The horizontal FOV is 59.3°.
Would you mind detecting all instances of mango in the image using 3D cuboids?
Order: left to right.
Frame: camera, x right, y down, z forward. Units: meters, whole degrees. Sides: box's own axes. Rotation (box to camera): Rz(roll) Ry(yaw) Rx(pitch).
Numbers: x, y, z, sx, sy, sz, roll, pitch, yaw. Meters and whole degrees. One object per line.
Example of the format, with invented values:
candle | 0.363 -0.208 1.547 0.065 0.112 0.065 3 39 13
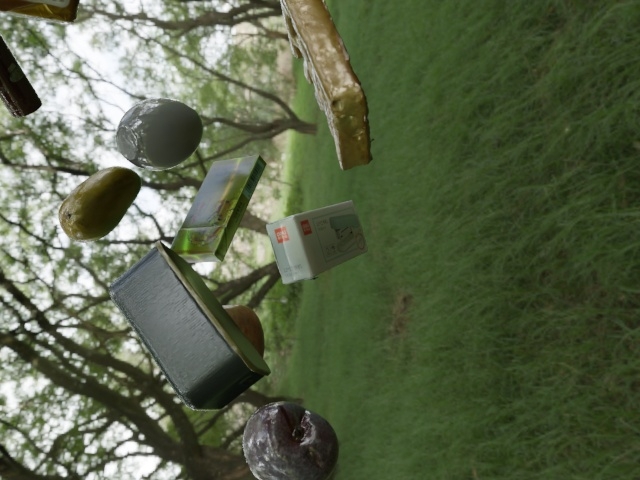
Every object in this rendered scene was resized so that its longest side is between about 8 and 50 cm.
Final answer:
mango | -0.537 -0.096 1.399 0.251 0.114 0.157 -49 -28 -35

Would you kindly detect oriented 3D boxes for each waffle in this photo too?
waffle | 0.007 -0.336 1.068 0.304 0.077 0.349 63 -175 -73

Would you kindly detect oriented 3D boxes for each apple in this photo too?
apple | -0.215 0.230 1.238 0.188 0.188 0.174 100 163 -84

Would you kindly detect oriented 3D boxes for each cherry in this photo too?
cherry | -0.058 0.362 0.981 0.176 0.176 0.140 94 -168 -47

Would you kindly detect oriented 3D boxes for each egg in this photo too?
egg | -0.396 -0.270 1.415 0.231 0.176 0.176 -32 -43 -41

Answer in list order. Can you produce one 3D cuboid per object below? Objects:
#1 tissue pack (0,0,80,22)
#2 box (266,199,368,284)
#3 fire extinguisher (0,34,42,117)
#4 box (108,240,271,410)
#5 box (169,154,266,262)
tissue pack | -0.365 -0.387 0.668 0.226 0.183 0.092 -52 54 38
box | 0.000 0.000 1.219 0.269 0.079 0.135 -19 -88 -58
fire extinguisher | -0.942 -0.527 1.636 0.138 0.102 0.344 31 149 40
box | -0.163 0.112 0.701 0.201 0.090 0.144 50 173 16
box | -0.263 -0.083 1.442 0.043 0.172 0.311 49 -129 -42
